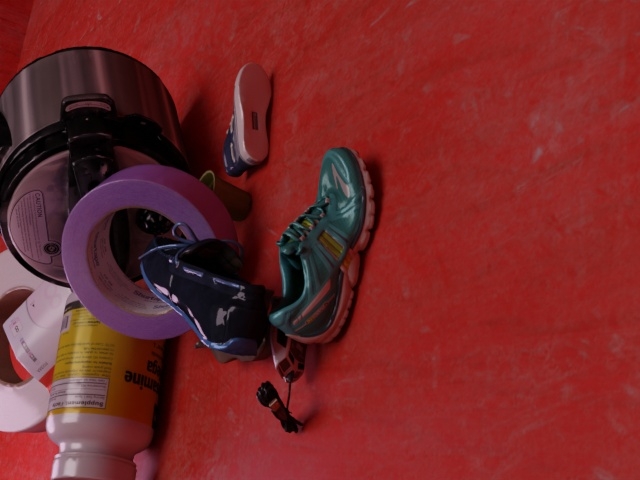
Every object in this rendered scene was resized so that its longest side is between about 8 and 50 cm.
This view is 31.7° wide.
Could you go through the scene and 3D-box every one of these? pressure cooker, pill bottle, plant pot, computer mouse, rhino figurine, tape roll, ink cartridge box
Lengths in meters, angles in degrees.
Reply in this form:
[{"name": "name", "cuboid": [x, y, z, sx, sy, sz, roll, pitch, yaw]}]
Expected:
[{"name": "pressure cooker", "cuboid": [-0.418, -0.120, 2.079, 0.375, 0.370, 0.420, -39, 39, 16]}, {"name": "pill bottle", "cuboid": [-0.375, 0.263, 1.977, 0.188, 0.188, 0.334, -29, 51, 53]}, {"name": "plant pot", "cuboid": [-0.161, -0.066, 1.881, 0.083, 0.079, 0.083, -37, 45, 49]}, {"name": "computer mouse", "cuboid": [-0.049, 0.159, 1.548, 0.042, 0.106, 0.193, -7, 57, 25]}, {"name": "rhino figurine", "cuboid": [-0.129, 0.136, 1.719, 0.243, 0.073, 0.106, -14, 60, 61]}, {"name": "tape roll", "cuboid": [-0.275, 0.019, 1.830, 0.275, 0.275, 0.090, -60, -1, 24]}, {"name": "ink cartridge box", "cuboid": [-0.503, 0.196, 2.177, 0.189, 0.066, 0.232, -43, 56, 19]}, {"name": "tape roll", "cuboid": [-0.598, 0.200, 2.317, 0.392, 0.072, 0.392, -7, 77, 33]}]

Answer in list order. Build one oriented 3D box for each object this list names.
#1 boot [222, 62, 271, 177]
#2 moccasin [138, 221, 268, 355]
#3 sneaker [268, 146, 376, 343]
[{"name": "boot", "cuboid": [-0.133, -0.205, 1.916, 0.086, 0.069, 0.190, -29, 52, 49]}, {"name": "moccasin", "cuboid": [-0.151, 0.052, 1.621, 0.342, 0.138, 0.117, 33, 110, 51]}, {"name": "sneaker", "cuboid": [0.000, 0.000, 1.515, 0.107, 0.110, 0.275, -10, 66, 60]}]
